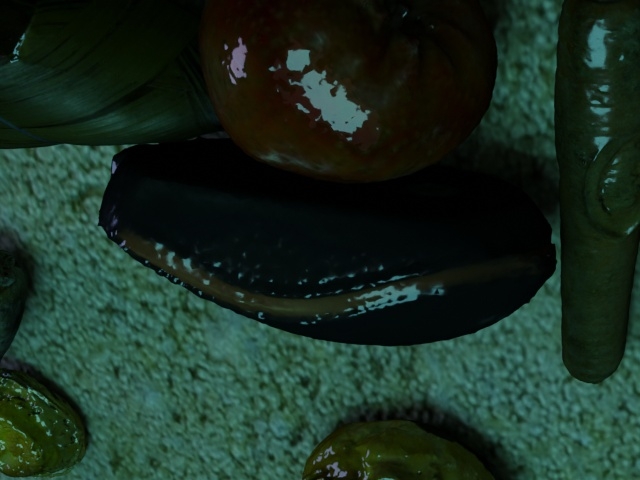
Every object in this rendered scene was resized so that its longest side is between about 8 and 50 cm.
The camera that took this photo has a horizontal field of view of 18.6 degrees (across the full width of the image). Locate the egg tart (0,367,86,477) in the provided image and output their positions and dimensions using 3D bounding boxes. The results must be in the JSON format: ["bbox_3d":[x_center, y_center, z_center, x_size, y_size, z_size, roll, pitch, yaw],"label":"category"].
[{"bbox_3d":[-0.269,0.167,1.714,0.130,0.052,0.130,17,137,16],"label":"egg tart"}]

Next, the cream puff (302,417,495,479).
[{"bbox_3d":[0.062,0.229,1.515,0.189,0.129,0.189,18,138,17],"label":"cream puff"}]

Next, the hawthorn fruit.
[{"bbox_3d":[0.005,-0.114,1.220,0.179,0.179,0.200,47,143,-13],"label":"hawthorn fruit"}]

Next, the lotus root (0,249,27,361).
[{"bbox_3d":[-0.287,0.062,1.615,0.088,0.088,0.165,31,146,3],"label":"lotus root"}]

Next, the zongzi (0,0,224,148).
[{"bbox_3d":[-0.159,-0.141,1.277,0.300,0.138,0.286,9,166,13],"label":"zongzi"}]

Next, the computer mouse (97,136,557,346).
[{"bbox_3d":[0.000,0.005,1.318,0.323,0.183,0.116,10,103,25],"label":"computer mouse"}]

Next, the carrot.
[{"bbox_3d":[0.184,-0.018,1.272,0.070,0.070,0.342,14,134,21],"label":"carrot"}]
